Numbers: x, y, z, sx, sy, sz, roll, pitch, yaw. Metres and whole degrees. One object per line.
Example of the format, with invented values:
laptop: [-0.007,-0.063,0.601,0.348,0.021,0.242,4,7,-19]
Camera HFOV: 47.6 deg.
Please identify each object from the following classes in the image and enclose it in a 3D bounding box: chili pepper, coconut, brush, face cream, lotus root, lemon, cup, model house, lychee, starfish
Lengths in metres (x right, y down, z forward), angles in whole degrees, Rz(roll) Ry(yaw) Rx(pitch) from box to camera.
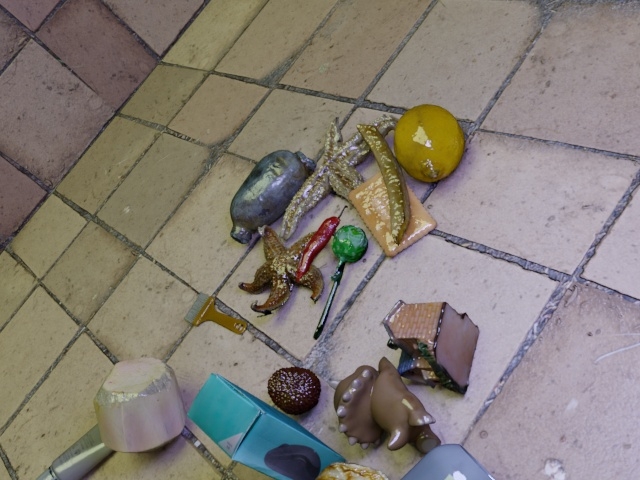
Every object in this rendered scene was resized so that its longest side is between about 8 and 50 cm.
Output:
chili pepper: [0.000,0.000,1.961,0.268,0.050,0.059,-54,13,-19]
coconut: [-0.481,0.458,1.946,0.239,0.244,0.239,-4,22,2]
brush: [-0.305,0.228,2.152,0.272,0.013,0.103,15,68,46]
face cream: [-0.677,0.612,2.096,0.314,0.089,0.143,-42,38,-9]
lotus root: [-0.170,-0.146,2.241,0.349,0.175,0.175,-48,40,-4]
lemon: [0.285,-0.258,1.924,0.188,0.188,0.256,-25,48,23]
cup: [0.194,0.533,1.315,0.312,0.205,0.205,-45,40,-1]
model house: [0.221,0.221,1.571,0.172,0.183,0.166,-2,54,37]
lychee: [-0.065,0.362,1.749,0.123,0.129,0.123,-169,90,-74]
starfish: [0.070,-0.176,2.122,0.324,0.082,0.432,12,71,37]
starfish: [-0.117,0.090,2.037,0.312,0.113,0.303,-8,52,33]

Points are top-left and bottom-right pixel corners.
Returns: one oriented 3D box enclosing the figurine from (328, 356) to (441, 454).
figurine: [0.117,0.368,1.541,0.173,0.177,0.247,-28,46,-9]

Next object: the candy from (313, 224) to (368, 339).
candy: [0.039,0.109,1.917,0.097,0.097,0.323,6,69,43]

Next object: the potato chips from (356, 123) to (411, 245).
potato chips: [0.182,-0.160,1.920,0.080,0.057,0.407,-20,56,10]

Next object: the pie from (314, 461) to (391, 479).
pie: [0.059,0.554,1.494,0.205,0.084,0.178,2,54,23]

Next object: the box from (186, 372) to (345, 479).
box: [-0.117,0.430,1.583,0.205,0.311,0.118,21,74,48]

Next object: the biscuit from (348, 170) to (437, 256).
biscuit: [0.186,-0.083,1.932,0.160,0.030,0.249,-34,54,5]
